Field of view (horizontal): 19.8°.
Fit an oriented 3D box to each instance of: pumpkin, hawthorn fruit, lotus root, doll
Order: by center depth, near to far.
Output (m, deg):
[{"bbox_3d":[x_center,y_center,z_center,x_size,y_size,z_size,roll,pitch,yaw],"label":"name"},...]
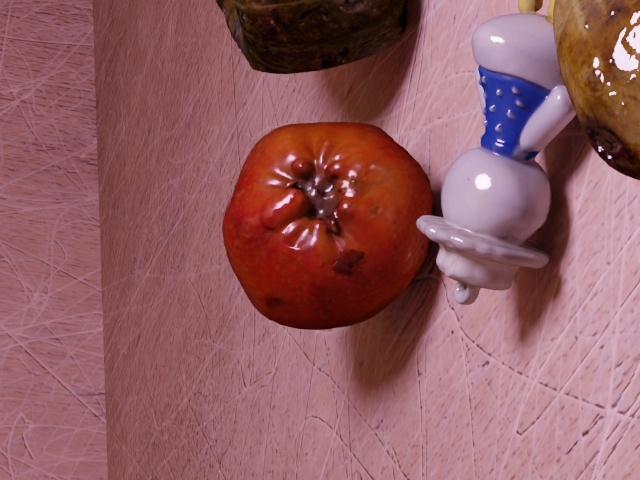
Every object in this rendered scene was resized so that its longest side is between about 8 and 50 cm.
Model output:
[{"bbox_3d":[0.238,-0.125,1.272,0.145,0.128,0.260,-58,30,34],"label":"lotus root"},{"bbox_3d":[0.161,-0.085,1.541,0.138,0.119,0.293,27,105,54],"label":"doll"},{"bbox_3d":[0.000,0.000,1.871,0.299,0.211,0.211,109,161,-63],"label":"hawthorn fruit"},{"bbox_3d":[-0.002,-0.292,1.999,0.317,0.221,0.139,-125,17,-66],"label":"pumpkin"}]
